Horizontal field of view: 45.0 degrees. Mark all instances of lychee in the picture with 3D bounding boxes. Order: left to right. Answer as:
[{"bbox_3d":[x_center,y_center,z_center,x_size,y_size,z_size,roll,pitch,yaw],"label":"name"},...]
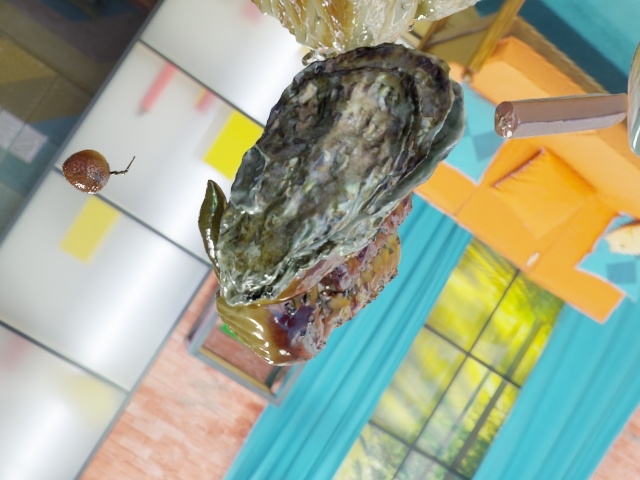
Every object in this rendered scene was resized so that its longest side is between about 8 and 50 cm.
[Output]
[{"bbox_3d":[-0.523,-0.157,1.784,0.140,0.101,0.114,24,143,-18],"label":"lychee"}]

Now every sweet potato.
[{"bbox_3d":[-0.119,0.001,0.893,0.041,0.038,0.153,-115,16,-68],"label":"sweet potato"}]

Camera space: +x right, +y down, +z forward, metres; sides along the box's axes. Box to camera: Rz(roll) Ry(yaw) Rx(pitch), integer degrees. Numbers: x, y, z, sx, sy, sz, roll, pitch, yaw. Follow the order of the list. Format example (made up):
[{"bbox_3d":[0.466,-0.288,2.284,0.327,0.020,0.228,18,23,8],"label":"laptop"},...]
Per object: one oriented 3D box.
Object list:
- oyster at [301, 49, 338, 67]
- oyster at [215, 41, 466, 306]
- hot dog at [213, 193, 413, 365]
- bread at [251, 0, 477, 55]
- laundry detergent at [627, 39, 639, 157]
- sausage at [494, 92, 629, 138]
[{"bbox_3d":[0.124,-0.483,1.652,0.111,0.396,0.204,52,-170,-15],"label":"oyster"},{"bbox_3d":[0.001,-0.061,0.813,0.158,0.351,0.162,30,-165,-44],"label":"oyster"},{"bbox_3d":[0.000,0.000,1.152,0.196,0.365,0.367,26,130,24],"label":"hot dog"},{"bbox_3d":[0.022,-0.487,1.023,0.371,0.279,0.390,47,165,32],"label":"bread"},{"bbox_3d":[0.532,-0.266,1.142,0.105,0.281,0.215,18,139,6],"label":"laundry detergent"},{"bbox_3d":[0.202,-0.105,0.647,0.147,0.030,0.035,-9,-162,-28],"label":"sausage"}]
